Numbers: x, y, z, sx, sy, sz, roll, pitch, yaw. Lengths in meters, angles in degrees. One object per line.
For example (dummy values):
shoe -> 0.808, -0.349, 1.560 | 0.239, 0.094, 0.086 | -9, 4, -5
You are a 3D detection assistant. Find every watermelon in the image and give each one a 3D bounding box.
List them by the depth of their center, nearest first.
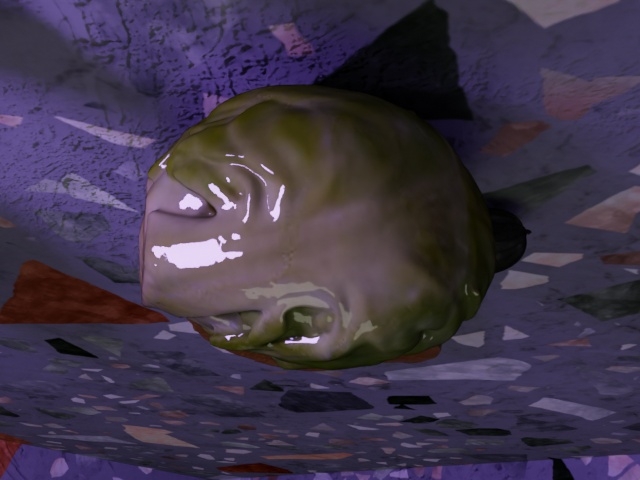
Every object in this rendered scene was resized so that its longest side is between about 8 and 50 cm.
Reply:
watermelon -> 0.178, 0.002, 0.843 | 0.110, 0.078, 0.078 | -7, 153, 22

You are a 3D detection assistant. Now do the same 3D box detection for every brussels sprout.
brussels sprout -> 0.000, 0.000, 0.681 | 0.327, 0.247, 0.328 | 1, 154, 0

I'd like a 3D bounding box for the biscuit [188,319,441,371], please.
biscuit -> -0.007, 0.111, 1.124 | 0.364, 0.062, 0.385 | -8, 153, 20
